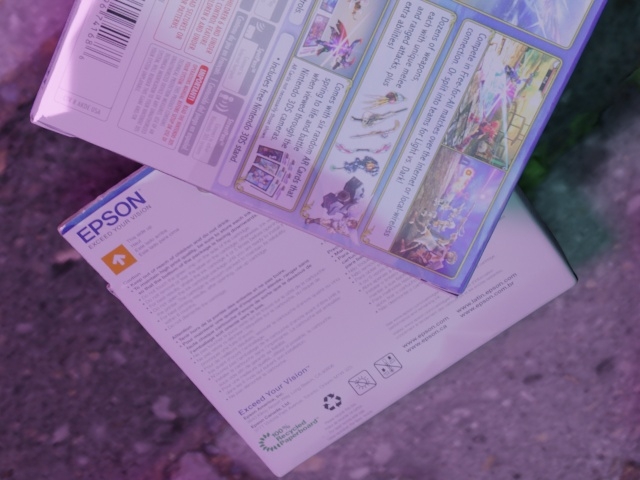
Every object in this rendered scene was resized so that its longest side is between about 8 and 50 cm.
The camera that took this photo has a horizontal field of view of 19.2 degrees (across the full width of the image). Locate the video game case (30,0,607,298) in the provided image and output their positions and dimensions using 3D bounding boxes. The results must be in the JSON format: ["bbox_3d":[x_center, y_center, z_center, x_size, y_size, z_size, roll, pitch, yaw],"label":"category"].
[{"bbox_3d":[0.016,-0.138,0.960,0.244,0.061,0.269,23,110,-6],"label":"video game case"}]

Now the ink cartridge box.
[{"bbox_3d":[0.000,0.000,1.092,0.223,0.045,0.224,-33,119,9],"label":"ink cartridge box"}]
